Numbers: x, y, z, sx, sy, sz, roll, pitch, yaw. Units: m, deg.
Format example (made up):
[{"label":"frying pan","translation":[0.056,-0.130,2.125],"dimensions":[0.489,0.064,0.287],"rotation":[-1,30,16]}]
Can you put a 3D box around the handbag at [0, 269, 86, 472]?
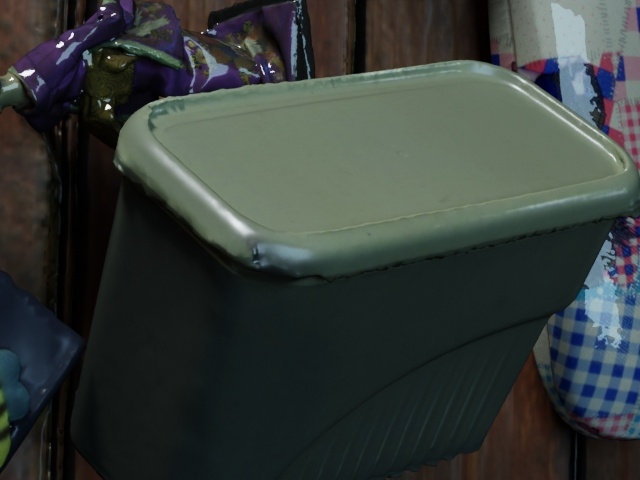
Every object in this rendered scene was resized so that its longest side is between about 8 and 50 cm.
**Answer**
[{"label":"handbag","translation":[-0.285,0.055,0.736],"dimensions":[0.303,0.122,0.329],"rotation":[46,60,-21]}]

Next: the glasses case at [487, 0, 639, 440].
[{"label":"glasses case","translation":[0.169,-0.047,1.073],"dimensions":[0.125,0.076,0.327],"rotation":[-5,87,-32]}]

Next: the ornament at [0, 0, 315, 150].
[{"label":"ornament","translation":[-0.108,-0.080,0.895],"dimensions":[0.203,0.081,0.088],"rotation":[-7,87,-32]}]

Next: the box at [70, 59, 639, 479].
[{"label":"box","translation":[0.013,0.023,0.885],"dimensions":[0.274,0.138,0.178],"rotation":[-10,130,-42]}]
